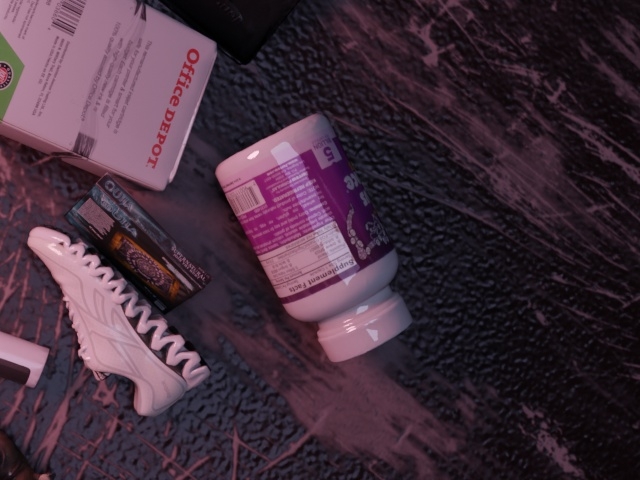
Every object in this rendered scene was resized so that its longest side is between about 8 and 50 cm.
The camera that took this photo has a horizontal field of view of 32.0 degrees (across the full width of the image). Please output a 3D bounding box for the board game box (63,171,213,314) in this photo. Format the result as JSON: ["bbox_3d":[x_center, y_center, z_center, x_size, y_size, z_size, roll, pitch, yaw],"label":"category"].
[{"bbox_3d":[-0.232,0.007,1.418,0.186,0.126,0.026,46,54,-9],"label":"board game box"}]

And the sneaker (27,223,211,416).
[{"bbox_3d":[-0.273,0.102,1.415,0.118,0.110,0.292,-44,98,-6],"label":"sneaker"}]

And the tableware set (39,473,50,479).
[{"bbox_3d":[-0.359,0.369,1.332,0.128,0.039,0.194,-9,120,5],"label":"tableware set"}]

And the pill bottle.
[{"bbox_3d":[0.000,0.000,1.465,0.169,0.169,0.302,-29,95,-17],"label":"pill bottle"}]

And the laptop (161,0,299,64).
[{"bbox_3d":[-0.116,-0.537,1.551,0.382,0.236,0.408,39,48,-11],"label":"laptop"}]

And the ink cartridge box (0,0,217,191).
[{"bbox_3d":[-0.300,-0.206,1.377,0.289,0.121,0.211,25,79,-32],"label":"ink cartridge box"}]

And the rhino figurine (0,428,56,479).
[{"bbox_3d":[-0.411,0.265,1.360,0.243,0.106,0.073,44,109,-10],"label":"rhino figurine"}]

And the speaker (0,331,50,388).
[{"bbox_3d":[-0.411,0.137,1.392,0.136,0.055,0.055,23,80,-14],"label":"speaker"}]
